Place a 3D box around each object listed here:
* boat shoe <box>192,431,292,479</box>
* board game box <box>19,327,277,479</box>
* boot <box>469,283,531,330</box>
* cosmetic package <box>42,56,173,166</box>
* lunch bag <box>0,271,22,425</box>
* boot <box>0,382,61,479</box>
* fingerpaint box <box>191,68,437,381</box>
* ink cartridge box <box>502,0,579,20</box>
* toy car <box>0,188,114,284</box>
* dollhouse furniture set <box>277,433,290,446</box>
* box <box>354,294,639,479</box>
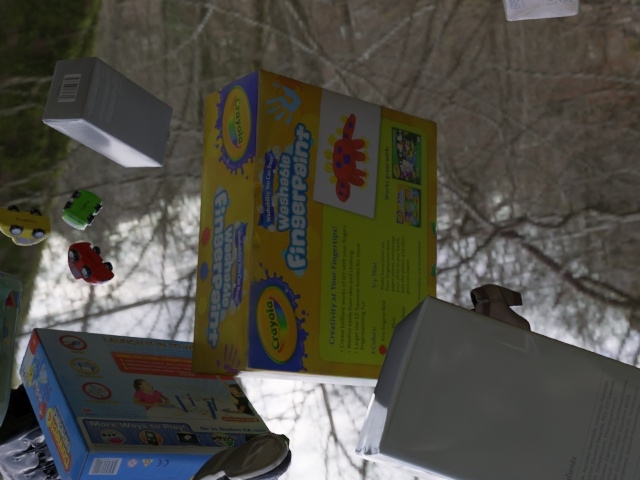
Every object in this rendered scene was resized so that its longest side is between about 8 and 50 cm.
[{"bbox_3d":[-0.084,0.288,1.176,0.206,0.065,0.075,-30,-166,51],"label":"boat shoe"},{"bbox_3d":[-0.251,0.254,1.409,0.308,0.086,0.302,10,-159,-34],"label":"board game box"},{"bbox_3d":[0.269,0.123,1.452,0.087,0.118,0.042,-1,158,-19],"label":"boot"},{"bbox_3d":[-0.386,-0.232,1.776,0.107,0.127,0.238,1,162,26],"label":"cosmetic package"},{"bbox_3d":[-0.471,0.165,1.231,0.108,0.224,0.279,21,-145,-29],"label":"lunch bag"},{"bbox_3d":[-0.478,0.384,1.955,0.146,0.445,0.367,35,-120,29],"label":"boot"},{"bbox_3d":[0.000,0.000,1.521,0.371,0.444,0.163,10,165,-37],"label":"fingerpaint box"},{"bbox_3d":[0.223,-0.364,0.995,0.088,0.193,0.235,-3,168,15],"label":"ink cartridge box"},{"bbox_3d":[-0.479,-0.021,1.830,0.053,0.239,0.225,-53,-170,31],"label":"toy car"},{"bbox_3d":[-0.140,0.424,1.945,0.152,0.058,0.076,5,-172,-29],"label":"dollhouse furniture set"},{"bbox_3d":[0.233,0.207,1.029,0.345,0.168,0.215,19,166,0],"label":"box"}]
